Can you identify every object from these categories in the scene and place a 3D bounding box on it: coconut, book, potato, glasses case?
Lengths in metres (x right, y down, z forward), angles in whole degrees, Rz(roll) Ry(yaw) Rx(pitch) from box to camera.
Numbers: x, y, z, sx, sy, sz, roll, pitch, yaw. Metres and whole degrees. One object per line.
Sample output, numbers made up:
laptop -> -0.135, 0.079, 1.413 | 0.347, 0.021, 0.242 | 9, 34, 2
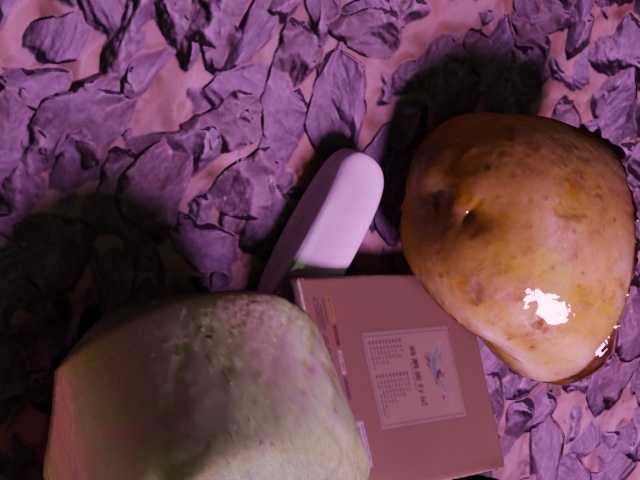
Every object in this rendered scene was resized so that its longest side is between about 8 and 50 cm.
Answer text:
coconut -> -0.108, 0.183, 1.694 | 0.281, 0.328, 0.328 | -26, 126, 2
book -> 0.082, 0.139, 1.911 | 0.310, 0.021, 0.217 | 0, 76, -56
potato -> 0.188, -0.012, 1.935 | 0.242, 0.242, 0.285 | 25, 71, -45
glasses case -> 0.000, 0.000, 1.877 | 0.074, 0.049, 0.193 | 35, 81, -44

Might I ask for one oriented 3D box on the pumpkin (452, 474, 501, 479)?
pumpkin -> 0.139, 0.402, 2.010 | 0.323, 0.241, 0.323 | -14, 111, -40
